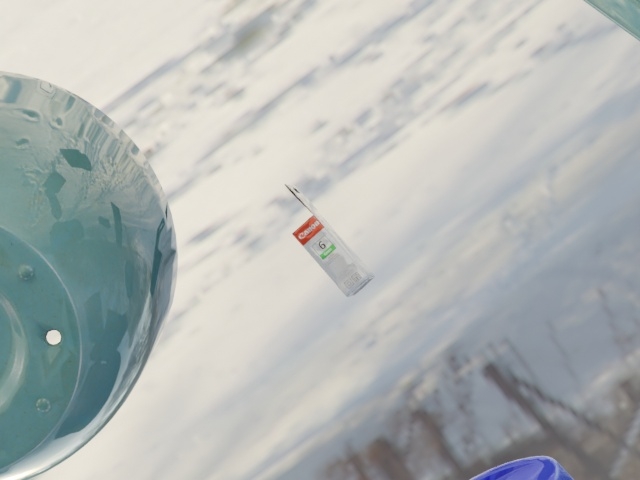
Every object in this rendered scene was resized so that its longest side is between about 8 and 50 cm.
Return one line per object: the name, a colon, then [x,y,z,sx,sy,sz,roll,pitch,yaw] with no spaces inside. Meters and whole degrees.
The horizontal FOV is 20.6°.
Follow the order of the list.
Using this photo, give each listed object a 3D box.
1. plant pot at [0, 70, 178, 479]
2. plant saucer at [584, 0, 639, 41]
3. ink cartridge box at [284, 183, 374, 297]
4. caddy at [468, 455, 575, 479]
plant pot: [-0.248,0.043,1.219,0.293,0.293,0.235,-37,-167,6]
plant saucer: [0.272,-0.250,1.731,0.018,0.192,0.067,-39,146,-11]
ink cartridge box: [0.000,0.000,1.604,0.029,0.115,0.063,-42,175,5]
caddy: [0.137,0.341,1.435,0.341,0.179,0.241,-34,-158,6]
